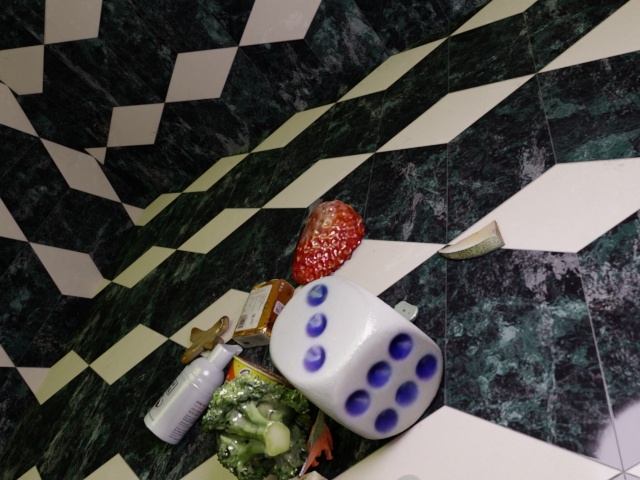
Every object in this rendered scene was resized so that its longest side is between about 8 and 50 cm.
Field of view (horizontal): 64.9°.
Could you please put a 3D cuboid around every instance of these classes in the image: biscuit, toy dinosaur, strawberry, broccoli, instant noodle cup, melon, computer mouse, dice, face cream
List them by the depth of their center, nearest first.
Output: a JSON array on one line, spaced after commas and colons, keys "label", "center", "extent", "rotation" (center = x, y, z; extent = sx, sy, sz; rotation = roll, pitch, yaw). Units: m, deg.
[{"label": "dice", "center": [0.083, 0.269, 1.201], "extent": [0.276, 0.304, 0.304], "rotation": [-51, 34, -8]}, {"label": "toy dinosaur", "center": [0.003, 0.482, 1.243], "extent": [0.056, 0.101, 0.279], "rotation": [-8, 13, 15]}, {"label": "broccoli", "center": [-0.145, 0.460, 1.252], "extent": [0.260, 0.288, 0.235], "rotation": [-49, 25, 37]}, {"label": "computer mouse", "center": [0.237, 0.200, 1.379], "extent": [0.056, 0.032, 0.110], "rotation": [-47, 20, -6]}, {"label": "melon", "center": [0.407, 0.012, 1.383], "extent": [0.182, 0.054, 0.098], "rotation": [-30, 28, 22]}, {"label": "instant noodle cup", "center": [-0.198, 0.451, 1.447], "extent": [0.213, 0.213, 0.174], "rotation": [10, 70, 54]}, {"label": "face cream", "center": [-0.417, 0.488, 1.698], "extent": [0.369, 0.145, 0.145], "rotation": [-53, 32, -12]}, {"label": "strawberry", "center": [0.000, 0.000, 1.787], "extent": [0.265, 0.149, 0.336], "rotation": [11, 62, 53]}, {"label": "biscuit", "center": [-0.443, 0.386, 1.948], "extent": [0.208, 0.047, 0.164], "rotation": [-24, 35, 30]}]

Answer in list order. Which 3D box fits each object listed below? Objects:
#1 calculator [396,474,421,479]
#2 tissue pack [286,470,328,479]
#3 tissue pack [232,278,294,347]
[{"label": "calculator", "center": [0.176, 0.558, 1.030], "extent": [0.095, 0.021, 0.152], "rotation": [-23, 37, 33]}, {"label": "tissue pack", "center": [-0.052, 0.644, 1.130], "extent": [0.148, 0.092, 0.196], "rotation": [-29, 35, 22]}, {"label": "tissue pack", "center": [-0.202, 0.255, 1.775], "extent": [0.183, 0.092, 0.226], "rotation": [-16, 40, 39]}]
